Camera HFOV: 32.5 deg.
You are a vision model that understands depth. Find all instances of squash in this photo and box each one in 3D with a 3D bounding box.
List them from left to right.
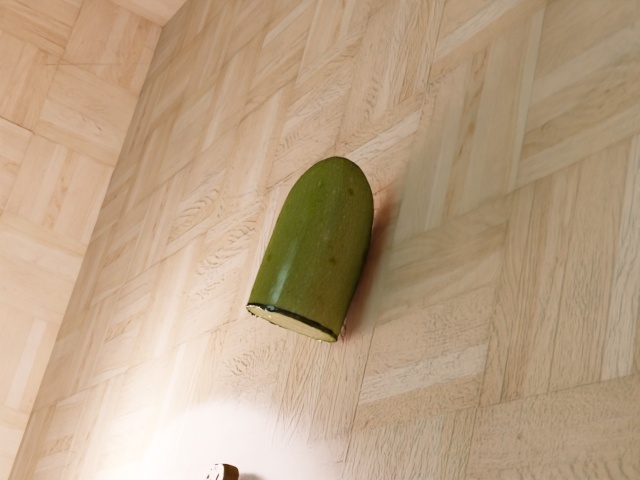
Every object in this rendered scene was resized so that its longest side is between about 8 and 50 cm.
[{"bbox_3d":[0.000,0.000,1.447,0.132,0.132,0.247,-12,56,63],"label":"squash"}]

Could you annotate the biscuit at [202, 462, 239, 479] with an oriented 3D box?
[{"bbox_3d":[-0.191,0.451,1.542,0.295,0.044,0.186,-52,22,27],"label":"biscuit"}]
